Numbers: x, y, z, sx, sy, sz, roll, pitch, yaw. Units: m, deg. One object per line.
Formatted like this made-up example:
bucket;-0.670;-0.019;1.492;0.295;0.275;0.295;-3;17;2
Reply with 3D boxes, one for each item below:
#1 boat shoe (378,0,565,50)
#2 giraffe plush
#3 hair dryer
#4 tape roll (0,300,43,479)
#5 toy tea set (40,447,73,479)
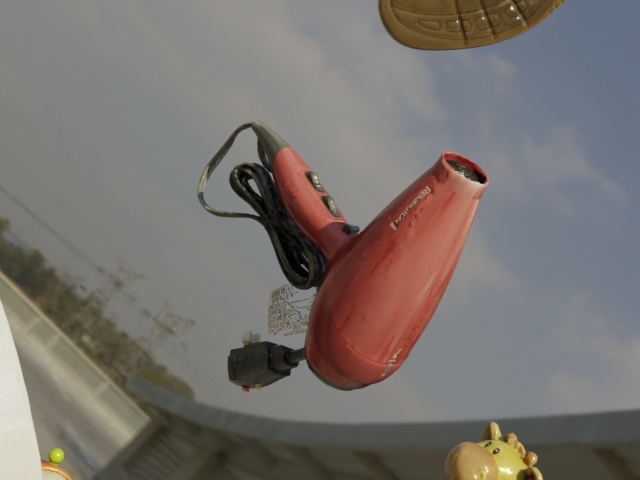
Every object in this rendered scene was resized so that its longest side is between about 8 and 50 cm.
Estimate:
boat shoe;0.193;-0.267;0.953;0.098;0.302;0.109;-125;-170;-74
giraffe plush;0.195;0.324;1.221;0.181;0.171;0.210;35;17;33
hair dryer;0.000;0.000;0.725;0.293;0.080;0.224;-13;-94;43
tape roll;-0.349;0.174;0.924;0.392;0.072;0.392;26;-58;53
toy tea set;-0.382;0.428;1.230;0.124;0.200;0.336;5;-70;68
